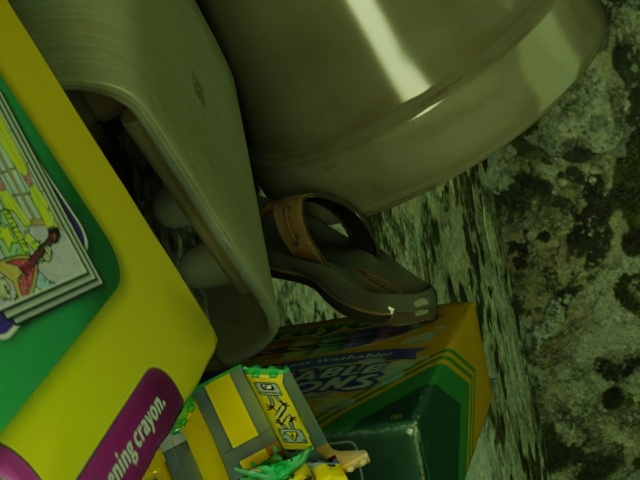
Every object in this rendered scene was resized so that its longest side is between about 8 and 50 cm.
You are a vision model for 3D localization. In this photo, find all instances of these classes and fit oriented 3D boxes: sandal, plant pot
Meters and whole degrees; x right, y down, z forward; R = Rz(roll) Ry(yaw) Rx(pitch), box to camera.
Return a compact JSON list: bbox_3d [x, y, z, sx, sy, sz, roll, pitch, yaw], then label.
[{"bbox_3d":[0.000,0.000,0.974,0.090,0.219,0.060,-12,118,-37],"label":"sandal"},{"bbox_3d":[0.026,-0.218,1.073,0.280,0.323,0.323,56,25,-23],"label":"plant pot"}]

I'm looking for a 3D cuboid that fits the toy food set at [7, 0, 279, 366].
[{"bbox_3d":[-0.119,-0.083,0.846,0.306,0.092,0.219,62,12,-52],"label":"toy food set"}]

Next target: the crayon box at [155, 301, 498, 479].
[{"bbox_3d":[0.000,0.117,0.902,0.323,0.203,0.083,-39,119,-73],"label":"crayon box"}]

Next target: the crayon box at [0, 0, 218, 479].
[{"bbox_3d":[-0.191,-0.005,0.339,0.313,0.106,0.363,58,21,-13],"label":"crayon box"}]

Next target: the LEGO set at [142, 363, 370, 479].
[{"bbox_3d":[-0.038,0.237,0.595,0.331,0.255,0.192,81,-16,-46],"label":"LEGO set"}]
